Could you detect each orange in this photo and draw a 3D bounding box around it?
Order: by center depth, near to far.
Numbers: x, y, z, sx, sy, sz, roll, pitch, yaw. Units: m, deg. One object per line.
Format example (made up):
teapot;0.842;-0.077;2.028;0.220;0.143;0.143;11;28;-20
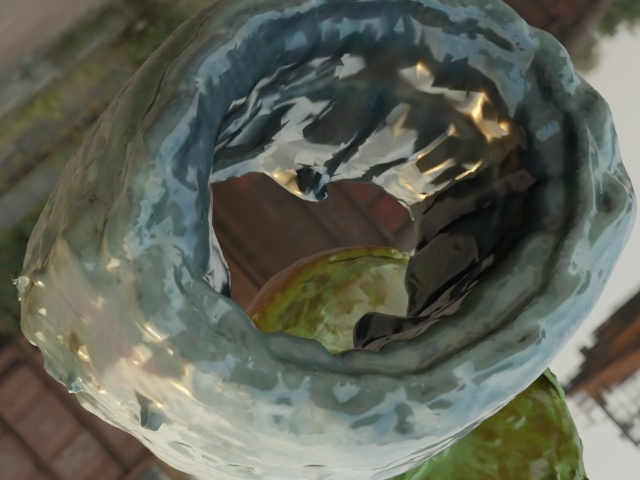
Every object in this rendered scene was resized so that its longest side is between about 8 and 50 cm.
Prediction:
orange;0.039;0.117;1.085;0.179;0.237;0.158;-60;-164;-24

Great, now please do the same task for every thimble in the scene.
thimble;0.000;0.000;0.749;0.250;0.204;0.172;-10;167;-23
